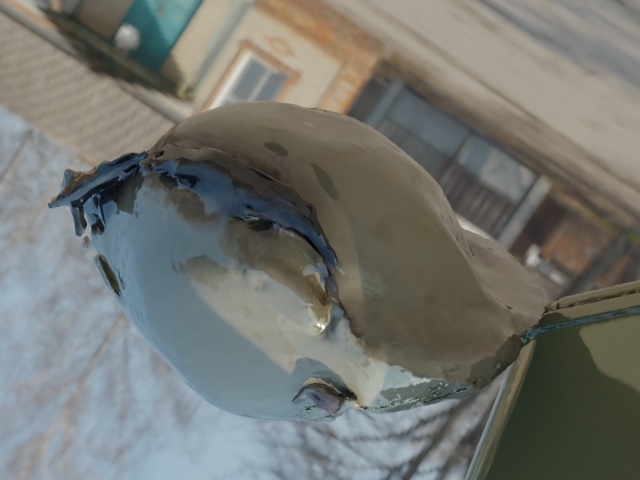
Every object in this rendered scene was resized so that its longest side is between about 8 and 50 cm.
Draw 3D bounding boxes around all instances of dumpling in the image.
[{"bbox_3d":[-0.008,-0.010,0.782,0.293,0.204,0.163,28,147,42],"label":"dumpling"}]

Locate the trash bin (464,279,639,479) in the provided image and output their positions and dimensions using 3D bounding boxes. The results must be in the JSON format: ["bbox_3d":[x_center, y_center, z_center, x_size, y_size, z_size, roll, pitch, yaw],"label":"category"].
[{"bbox_3d":[0.162,0.141,0.715,0.243,0.247,0.121,-17,125,48],"label":"trash bin"}]
